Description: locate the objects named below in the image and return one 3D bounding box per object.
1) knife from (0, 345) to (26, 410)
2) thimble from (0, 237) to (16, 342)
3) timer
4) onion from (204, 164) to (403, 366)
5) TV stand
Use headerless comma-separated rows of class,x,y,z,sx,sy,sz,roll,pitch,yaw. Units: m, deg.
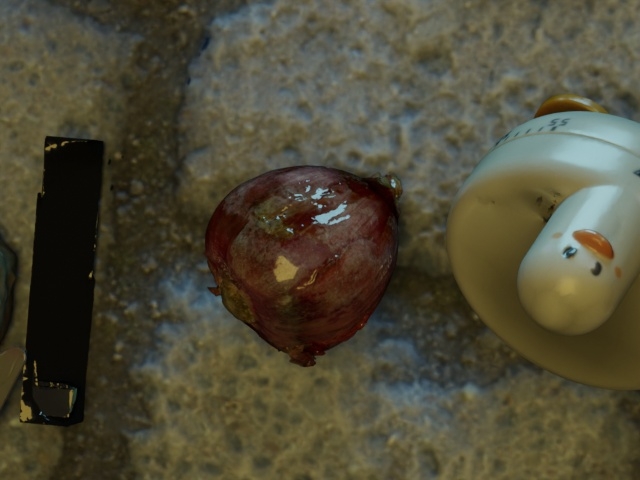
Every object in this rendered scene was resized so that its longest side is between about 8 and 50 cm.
knife,-0.330,0.195,1.410,0.058,0.032,0.244,29,103,24
thimble,-0.401,0.052,1.379,0.229,0.148,0.196,9,93,13
timer,0.203,0.021,1.207,0.233,0.233,0.240,33,52,9
onion,0.000,0.000,1.309,0.195,0.159,0.159,-39,82,-21
TV stand,-0.231,0.036,1.397,0.049,0.040,0.256,6,92,11
